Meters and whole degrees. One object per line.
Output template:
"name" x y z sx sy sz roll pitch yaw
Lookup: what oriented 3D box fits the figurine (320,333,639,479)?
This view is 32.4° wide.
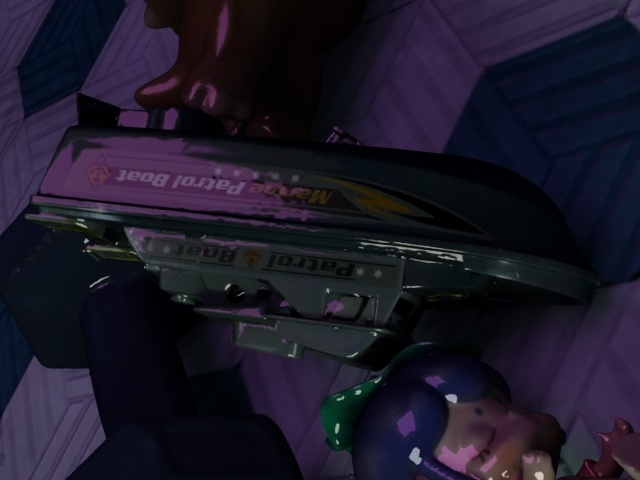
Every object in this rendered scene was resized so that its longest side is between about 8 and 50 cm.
"figurine" 0.080 0.108 0.492 0.195 0.111 0.102 20 111 47

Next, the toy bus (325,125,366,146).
"toy bus" 0.002 -0.002 0.684 0.060 0.075 0.123 37 95 13

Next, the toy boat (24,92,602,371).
"toy boat" -0.002 0.003 0.586 0.296 0.114 0.122 10 81 14

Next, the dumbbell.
"dumbbell" -0.111 0.092 0.687 0.160 0.144 0.325 -43 40 14

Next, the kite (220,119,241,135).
"kite" -0.106 -0.080 0.904 0.232 0.009 0.189 -31 44 28

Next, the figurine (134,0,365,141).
"figurine" -0.073 -0.180 0.794 0.173 0.177 0.247 9 77 23
